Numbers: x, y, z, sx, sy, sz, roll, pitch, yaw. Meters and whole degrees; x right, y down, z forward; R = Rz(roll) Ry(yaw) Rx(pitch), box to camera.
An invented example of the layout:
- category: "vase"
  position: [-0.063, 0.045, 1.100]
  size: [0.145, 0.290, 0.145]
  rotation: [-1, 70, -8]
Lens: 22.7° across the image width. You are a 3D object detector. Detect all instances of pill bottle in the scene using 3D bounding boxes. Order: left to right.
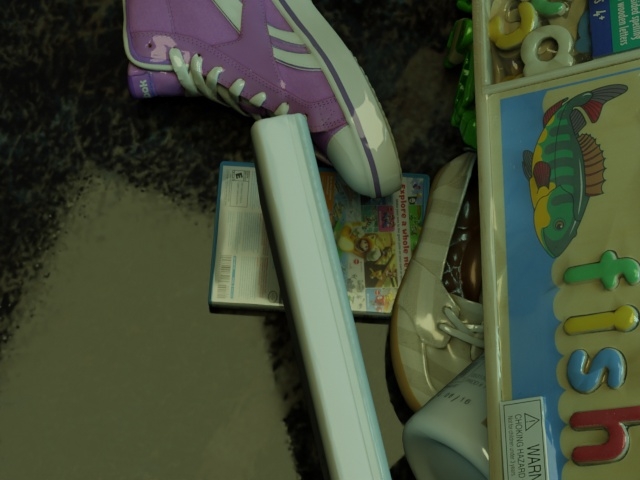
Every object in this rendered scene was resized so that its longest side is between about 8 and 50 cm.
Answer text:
- category: "pill bottle"
  position: [0.181, 0.111, 1.146]
  size: [0.229, 0.131, 0.131]
  rotation: [-39, 76, -23]

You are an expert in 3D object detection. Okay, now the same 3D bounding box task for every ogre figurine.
- category: "ogre figurine"
  position: [0.163, -0.129, 1.244]
  size: [0.118, 0.197, 0.096]
  rotation: [14, 112, -8]

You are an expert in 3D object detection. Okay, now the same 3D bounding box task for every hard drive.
- category: "hard drive"
  position: [0.006, 0.088, 1.104]
  size: [0.040, 0.203, 0.307]
  rotation: [-12, 76, -3]

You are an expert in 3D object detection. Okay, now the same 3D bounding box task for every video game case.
- category: "video game case"
  position: [0.000, 0.000, 1.245]
  size: [0.166, 0.015, 0.119]
  rotation: [4, 70, 0]

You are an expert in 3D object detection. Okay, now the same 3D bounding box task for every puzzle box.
- category: "puzzle box"
  position: [0.233, -0.014, 1.010]
  size: [0.272, 0.052, 0.408]
  rotation: [-11, 68, 28]

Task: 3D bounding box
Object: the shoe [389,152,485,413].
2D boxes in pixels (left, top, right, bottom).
- category: "shoe"
  position: [0.103, 0.029, 1.205]
  size: [0.077, 0.058, 0.219]
  rotation: [17, 67, -19]

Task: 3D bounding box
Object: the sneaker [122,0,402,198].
- category: "sneaker"
  position: [-0.058, -0.118, 1.248]
  size: [0.161, 0.102, 0.282]
  rotation: [-30, 64, -8]
